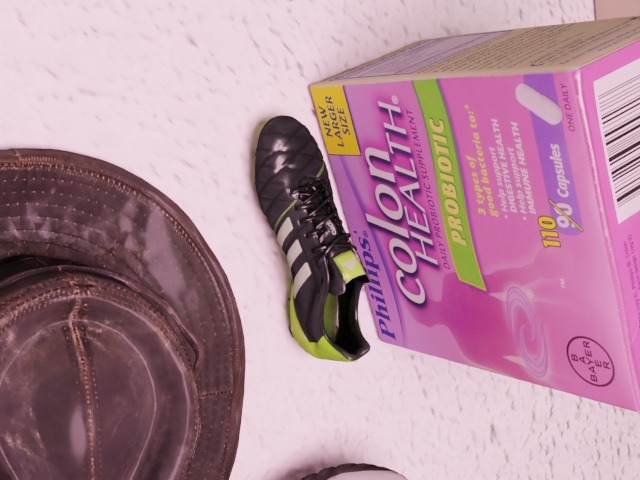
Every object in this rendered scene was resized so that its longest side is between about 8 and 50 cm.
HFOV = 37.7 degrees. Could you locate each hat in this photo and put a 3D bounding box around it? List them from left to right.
[{"bbox_3d":[-0.145,0.114,0.523,0.331,0.134,0.331,-5,98,-37],"label":"hat"}]

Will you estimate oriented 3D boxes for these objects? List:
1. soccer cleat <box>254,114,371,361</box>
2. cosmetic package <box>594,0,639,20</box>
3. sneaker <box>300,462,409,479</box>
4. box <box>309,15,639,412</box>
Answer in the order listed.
[{"bbox_3d":[0.000,0.000,0.651,0.060,0.072,0.179,-21,107,-33],"label":"soccer cleat"},{"bbox_3d":[0.328,-0.269,0.809,0.113,0.160,0.309,-15,103,-33],"label":"cosmetic package"},{"bbox_3d":[-0.049,0.308,0.599,0.384,0.147,0.145,-43,123,-23],"label":"sneaker"},{"bbox_3d":[0.132,-0.027,0.639,0.117,0.243,0.213,-27,111,-31],"label":"box"}]
